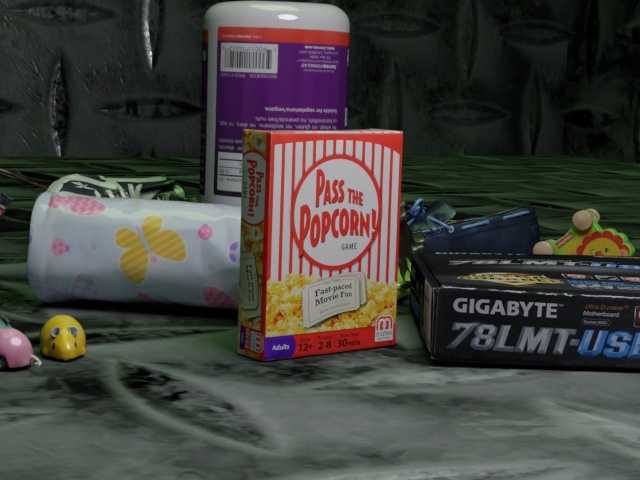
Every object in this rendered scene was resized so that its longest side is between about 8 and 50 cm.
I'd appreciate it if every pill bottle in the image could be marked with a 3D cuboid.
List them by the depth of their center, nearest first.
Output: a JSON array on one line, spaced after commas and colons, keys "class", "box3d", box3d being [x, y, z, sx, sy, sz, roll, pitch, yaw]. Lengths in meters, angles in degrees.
[{"class": "pill bottle", "box3d": [-0.057, -0.129, 1.744, 0.181, 0.323, 0.181, 2, 7, 0]}]

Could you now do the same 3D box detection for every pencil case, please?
[{"class": "pencil case", "box3d": [-0.157, 0.014, 1.422, 0.273, 0.113, 0.124, 3, -7, 10]}]

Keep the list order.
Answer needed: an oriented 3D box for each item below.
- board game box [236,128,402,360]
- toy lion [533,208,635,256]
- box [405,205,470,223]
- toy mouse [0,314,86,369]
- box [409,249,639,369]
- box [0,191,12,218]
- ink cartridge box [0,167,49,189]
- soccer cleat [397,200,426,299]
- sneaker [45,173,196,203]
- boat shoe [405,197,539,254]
[{"class": "board game box", "box3d": [0.000, 0.000, 1.230, 0.147, 0.193, 0.045, -4, 9, -37]}, {"class": "toy lion", "box3d": [0.312, 0.019, 1.650, 0.100, 0.096, 0.034, -40, -15, 27]}, {"class": "box", "box3d": [0.095, -0.035, 2.096, 0.190, 0.045, 0.184, 7, 0, 39]}, {"class": "toy mouse", "box3d": [-0.266, 0.080, 1.169, 0.143, 0.031, 0.161, 1, 7, -10]}, {"class": "box", "box3d": [0.237, 0.059, 1.323, 0.295, 0.073, 0.293, 2, 8, 0]}, {"class": "box", "box3d": [-0.580, -0.099, 2.210, 0.159, 0.044, 0.233, 34, -6, -23]}, {"class": "ink cartridge box", "box3d": [-0.603, -0.194, 2.183, 0.385, 0.091, 0.308, 22, -2, 3]}, {"class": "soccer cleat", "box3d": [0.045, 0.027, 1.577, 0.121, 0.093, 0.289, -28, 5, 14]}, {"class": "sneaker", "box3d": [-0.263, -0.048, 1.970, 0.153, 0.094, 0.235, -4, -7, 29]}, {"class": "boat shoe", "box3d": [0.151, -0.013, 1.806, 0.258, 0.089, 0.109, -1, 7, -19]}]
